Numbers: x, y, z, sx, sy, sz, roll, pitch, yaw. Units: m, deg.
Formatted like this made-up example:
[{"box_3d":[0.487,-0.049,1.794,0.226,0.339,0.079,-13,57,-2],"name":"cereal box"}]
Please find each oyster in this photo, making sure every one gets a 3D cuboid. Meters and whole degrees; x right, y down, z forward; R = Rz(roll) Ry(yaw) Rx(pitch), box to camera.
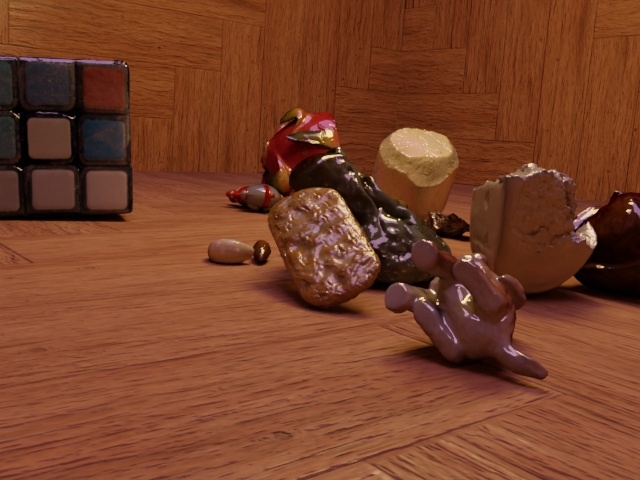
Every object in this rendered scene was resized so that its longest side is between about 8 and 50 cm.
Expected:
[{"box_3d":[0.311,-0.037,1.659,0.105,0.056,0.177,12,2,-43],"name":"oyster"}]

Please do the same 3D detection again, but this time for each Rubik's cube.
[{"box_3d":[-0.634,-0.240,1.606,0.362,0.363,0.359,1,7,-24],"name":"Rubik's cube"}]

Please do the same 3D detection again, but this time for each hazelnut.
[{"box_3d":[0.488,0.004,1.100,0.202,0.160,0.170,-2,24,28],"name":"hazelnut"}]

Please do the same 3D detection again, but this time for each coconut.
[{"box_3d":[0.259,-0.172,1.947,0.239,0.244,0.239,6,39,-4],"name":"coconut"}]

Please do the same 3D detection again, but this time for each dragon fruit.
[{"box_3d":[-0.065,-0.227,2.020,0.226,0.305,0.305,-4,9,-5],"name":"dragon fruit"}]

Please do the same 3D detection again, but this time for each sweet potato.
[{"box_3d":[-0.101,0.018,1.186,0.034,0.034,0.095,2,11,-9],"name":"sweet potato"}]

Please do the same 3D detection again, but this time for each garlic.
[{"box_3d":[-0.158,0.018,1.154,0.083,0.041,0.053,1,1,34],"name":"garlic"}]

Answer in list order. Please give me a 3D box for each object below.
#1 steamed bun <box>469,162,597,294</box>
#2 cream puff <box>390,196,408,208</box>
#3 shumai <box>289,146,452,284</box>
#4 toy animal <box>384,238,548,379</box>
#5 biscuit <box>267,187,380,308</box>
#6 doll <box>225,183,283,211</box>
[{"box_3d":[0.331,-0.027,1.096,0.170,0.200,0.225,-2,10,-2],"name":"steamed bun"},{"box_3d":[0.140,-0.064,1.667,0.149,0.084,0.149,5,12,-1],"name":"cream puff"},{"box_3d":[0.081,-0.040,1.107,0.272,0.203,0.222,7,9,3],"name":"shumai"},{"box_3d":[0.186,0.088,0.754,0.184,0.104,0.185,42,9,28],"name":"toy animal"},{"box_3d":[0.000,0.000,0.956,0.118,0.029,0.247,-27,41,-1],"name":"biscuit"},{"box_3d":[-0.180,-0.122,1.944,0.142,0.076,0.245,4,4,-27],"name":"doll"}]
